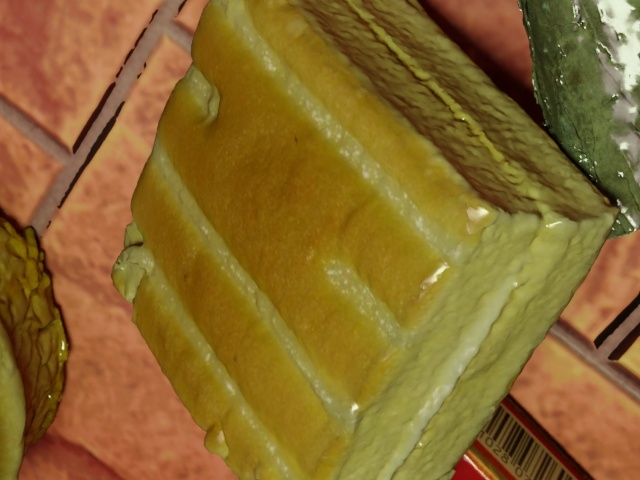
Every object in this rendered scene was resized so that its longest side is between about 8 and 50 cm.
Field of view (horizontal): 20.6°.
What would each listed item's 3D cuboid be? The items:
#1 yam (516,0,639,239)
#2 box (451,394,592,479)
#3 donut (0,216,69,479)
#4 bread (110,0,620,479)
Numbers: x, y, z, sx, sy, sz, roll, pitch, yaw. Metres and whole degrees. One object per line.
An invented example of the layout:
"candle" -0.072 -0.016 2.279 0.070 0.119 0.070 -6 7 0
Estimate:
"yam" 0.152 -0.095 0.882 0.107 0.107 0.183 -6 109 26
"box" 0.113 0.237 1.057 0.313 0.089 0.197 46 120 -1
"donut" -0.326 0.060 1.136 0.330 0.160 0.330 7 123 10
"bread" 0.000 0.000 0.934 0.246 0.111 0.239 53 127 35
